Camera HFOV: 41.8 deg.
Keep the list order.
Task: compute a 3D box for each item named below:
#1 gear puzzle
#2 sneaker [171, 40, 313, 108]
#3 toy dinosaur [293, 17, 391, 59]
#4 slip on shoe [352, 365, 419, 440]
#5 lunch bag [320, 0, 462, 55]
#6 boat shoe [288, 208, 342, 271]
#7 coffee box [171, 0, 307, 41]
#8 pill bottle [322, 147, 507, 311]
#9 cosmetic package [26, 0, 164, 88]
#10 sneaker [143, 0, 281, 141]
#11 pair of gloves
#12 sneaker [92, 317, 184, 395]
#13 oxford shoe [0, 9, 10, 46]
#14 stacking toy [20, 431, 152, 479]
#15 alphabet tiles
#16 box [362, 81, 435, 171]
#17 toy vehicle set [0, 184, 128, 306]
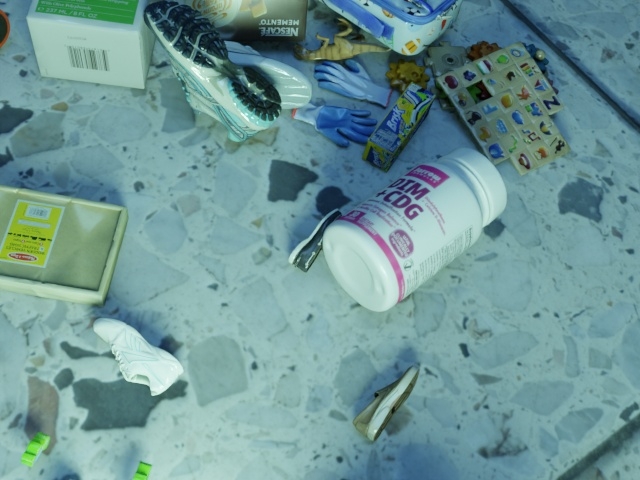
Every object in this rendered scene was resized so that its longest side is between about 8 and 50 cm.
[{"bbox_3d":[0.289,-0.328,1.610,0.338,0.044,0.176,-1,59,-10],"label":"gear puzzle"},{"bbox_3d":[-0.133,-0.313,1.504,0.258,0.094,0.091,17,45,1],"label":"sneaker"},{"bbox_3d":[0.055,-0.363,1.576,0.211,0.064,0.112,0,49,25],"label":"toy dinosaur"},{"bbox_3d":[0.099,0.234,1.242,0.041,0.051,0.135,29,64,23],"label":"slip on shoe"},{"bbox_3d":[0.128,-0.494,1.626,0.303,0.115,0.243,35,50,14],"label":"lunch bag"},{"bbox_3d":[0.000,0.000,1.366,0.038,0.046,0.125,36,63,13],"label":"boat shoe"},{"bbox_3d":[-0.151,-0.451,1.550,0.246,0.141,0.098,-1,37,-11],"label":"coffee box"},{"bbox_3d":[0.155,-0.026,1.339,0.283,0.160,0.160,-35,70,-26],"label":"pill bottle"},{"bbox_3d":[-0.388,-0.469,1.527,0.196,0.155,0.366,5,60,-4],"label":"cosmetic package"},{"bbox_3d":[-0.205,-0.277,1.421,0.283,0.122,0.110,46,44,-6],"label":"sneaker"},{"bbox_3d":[0.045,-0.259,1.545,0.159,0.023,0.198,22,59,4],"label":"pair of gloves"},{"bbox_3d":[-0.276,0.166,1.219,0.152,0.054,0.061,32,62,10],"label":"sneaker"},{"bbox_3d":[-0.665,-0.316,1.441,0.098,0.097,0.271,22,52,28],"label":"oxford shoe"},{"bbox_3d":[-0.338,0.373,1.089,0.166,0.052,0.221,18,56,0],"label":"stacking toy"},{"bbox_3d":[0.357,-0.242,1.560,0.198,0.009,0.237,-26,78,-17],"label":"alphabet tiles"},{"bbox_3d":[0.142,-0.205,1.504,0.054,0.059,0.169,32,60,9],"label":"box"},{"bbox_3d":[-0.449,0.001,1.301,0.266,0.035,0.166,10,58,-3],"label":"toy vehicle set"}]
